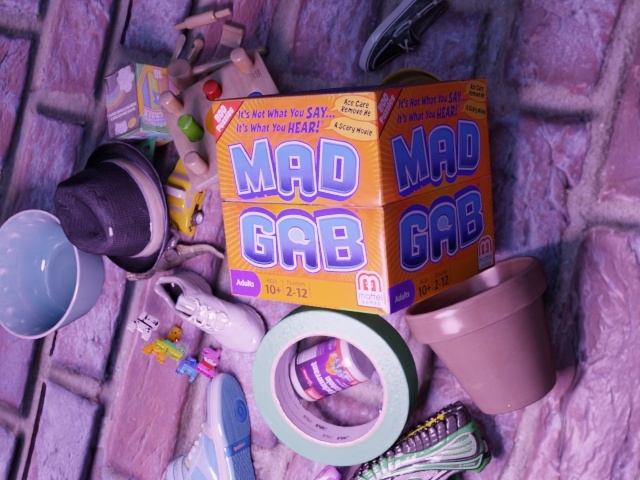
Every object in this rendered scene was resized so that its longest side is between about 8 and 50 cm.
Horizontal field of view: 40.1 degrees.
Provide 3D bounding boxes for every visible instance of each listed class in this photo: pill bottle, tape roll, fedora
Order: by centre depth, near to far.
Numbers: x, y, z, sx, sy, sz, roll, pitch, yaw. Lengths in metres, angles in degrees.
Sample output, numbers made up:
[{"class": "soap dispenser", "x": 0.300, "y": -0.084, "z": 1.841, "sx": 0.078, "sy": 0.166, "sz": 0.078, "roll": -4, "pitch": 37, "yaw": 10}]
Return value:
[{"class": "tape roll", "x": 0.026, "y": 0.277, "z": 1.705, "sx": 0.321, "sy": 0.077, "sz": 0.321, "roll": 5, "pitch": 106, "yaw": 18}, {"class": "pill bottle", "x": 0.004, "y": 0.269, "z": 1.813, "sx": 0.193, "sy": 0.108, "sz": 0.108, "roll": -27, "pitch": 75, "yaw": 25}, {"class": "fedora", "x": -0.491, "y": -0.067, "z": 1.980, "sx": 0.334, "sy": 0.152, "sz": 0.334, "roll": 10, "pitch": 105, "yaw": 40}]

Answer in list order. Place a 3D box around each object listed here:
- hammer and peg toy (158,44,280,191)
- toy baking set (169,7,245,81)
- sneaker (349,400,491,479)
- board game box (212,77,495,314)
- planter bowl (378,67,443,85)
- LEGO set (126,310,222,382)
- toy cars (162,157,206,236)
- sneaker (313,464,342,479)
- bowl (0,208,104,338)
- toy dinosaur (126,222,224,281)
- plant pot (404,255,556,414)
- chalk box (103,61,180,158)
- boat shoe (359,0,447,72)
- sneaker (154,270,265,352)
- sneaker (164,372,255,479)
[{"class": "hammer and peg toy", "x": -0.214, "y": -0.306, "z": 1.895, "sx": 0.266, "sy": 0.127, "sz": 0.361, "roll": -29, "pitch": 59, "yaw": 7}, {"class": "toy baking set", "x": -0.290, "y": -0.440, "z": 2.065, "sx": 0.256, "sy": 0.030, "sz": 0.197, "roll": -4, "pitch": 85, "yaw": 28}, {"class": "sneaker", "x": 0.176, "y": 0.456, "z": 1.695, "sx": 0.343, "sy": 0.134, "sz": 0.146, "roll": -37, "pitch": 86, "yaw": 29}, {"class": "board game box", "x": 0.068, "y": -0.096, "z": 1.588, "sx": 0.356, "sy": 0.356, "sz": 0.356, "roll": 4, "pitch": 103, "yaw": 39}, {"class": "planter bowl", "x": 0.206, "y": -0.235, "z": 1.734, "sx": 0.217, "sy": 0.090, "sz": 0.217, "roll": 12, "pitch": 110, "yaw": 37}, {"class": "LEGO set", "x": -0.327, "y": 0.238, "z": 2.007, "sx": 0.227, "sy": 0.093, "sz": 0.087, "roll": 32, "pitch": 140, "yaw": 0}, {"class": "toy cars", "x": -0.242, "y": -0.164, "z": 1.988, "sx": 0.393, "sy": 0.087, "sz": 0.176, "roll": -35, "pitch": 71, "yaw": 22}, {"class": "sneaker", "x": 0.001, "y": 0.558, "z": 1.795, "sx": 0.104, "sy": 0.095, "sz": 0.236, "roll": 36, "pitch": 122, "yaw": 17}, {"class": "bowl", "x": -0.653, "y": 0.084, "z": 2.152, "sx": 0.311, "sy": 0.163, "sz": 0.311, "roll": -2, "pitch": 85, "yaw": 29}, {"class": "toy dinosaur", "x": -0.351, "y": 0.018, "z": 2.042, "sx": 0.268, "sy": 0.064, "sz": 0.118, "roll": -16, "pitch": 108, "yaw": 27}, {"class": "plant pot", "x": 0.317, "y": 0.181, "z": 1.596, "sx": 0.263, "sy": 0.263, "sz": 0.229, "roll": -24, "pitch": 94, "yaw": 25}, {"class": "chalk box", "x": -0.409, "y": -0.290, "z": 2.049, "sx": 0.132, "sy": 0.132, "sz": 0.213, "roll": -13, "pitch": 82, "yaw": 42}, {"class": "boat shoe", "x": 0.168, "y": -0.423, "z": 1.789, "sx": 0.219, "sy": 0.078, "sz": 0.070, "roll": -49, "pitch": 65, "yaw": 15}, {"class": "sneaker", "x": -0.253, "y": 0.165, "z": 1.949, "sx": 0.297, "sy": 0.129, "sz": 0.111, "roll": 27, "pitch": 98, "yaw": 26}, {"class": "sneaker", "x": -0.264, "y": 0.460, "z": 1.937, "sx": 0.208, "sy": 0.127, "sz": 0.319, "roll": -10, "pitch": 81, "yaw": 26}]
